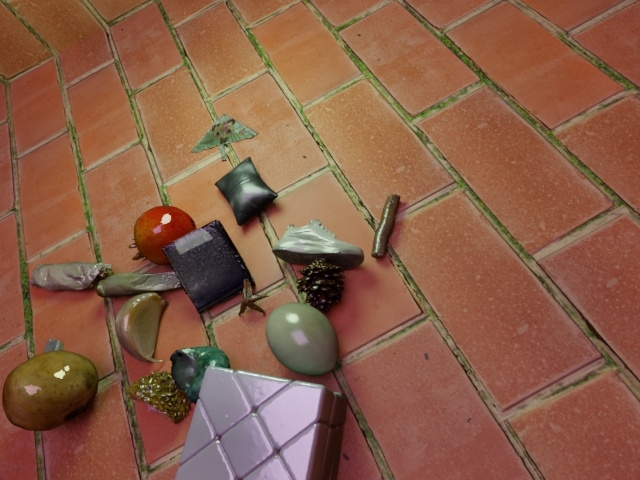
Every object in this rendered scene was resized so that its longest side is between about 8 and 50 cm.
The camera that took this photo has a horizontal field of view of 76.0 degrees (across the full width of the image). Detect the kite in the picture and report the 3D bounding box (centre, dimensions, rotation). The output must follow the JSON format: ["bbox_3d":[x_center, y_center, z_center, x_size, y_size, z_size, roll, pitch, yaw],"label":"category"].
[{"bbox_3d":[-0.417,-0.450,1.761,0.323,0.013,0.267,-11,62,10],"label":"kite"}]

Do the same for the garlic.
[{"bbox_3d":[-0.612,0.295,1.400,0.164,0.145,0.244,3,64,-18],"label":"garlic"}]

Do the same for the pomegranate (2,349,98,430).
[{"bbox_3d":[-0.850,0.469,1.296,0.261,0.260,0.260,-6,63,12],"label":"pomegranate"}]

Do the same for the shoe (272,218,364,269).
[{"bbox_3d":[0.000,0.000,1.372,0.317,0.124,0.159,4,59,17],"label":"shoe"}]

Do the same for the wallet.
[{"bbox_3d":[-0.379,0.088,1.396,0.221,0.071,0.262,-28,99,4],"label":"wallet"}]

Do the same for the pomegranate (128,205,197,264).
[{"bbox_3d":[-0.575,-0.010,1.483,0.257,0.221,0.220,-32,61,8],"label":"pomegranate"}]

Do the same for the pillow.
[{"bbox_3d":[-0.289,-0.193,1.548,0.186,0.106,0.249,-39,60,3],"label":"pillow"}]

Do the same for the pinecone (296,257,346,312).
[{"bbox_3d":[0.003,0.142,1.286,0.174,0.173,0.173,-6,63,12],"label":"pinecone"}]

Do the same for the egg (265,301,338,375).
[{"bbox_3d":[-0.053,0.288,1.203,0.186,0.186,0.253,-44,58,-8],"label":"egg"}]

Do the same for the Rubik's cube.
[{"bbox_3d":[-0.127,0.519,1.040,0.322,0.316,0.318,4,66,16],"label":"Rubik's cube"}]

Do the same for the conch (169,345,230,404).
[{"bbox_3d":[-0.357,0.420,1.259,0.196,0.134,0.202,-37,60,32],"label":"conch"}]

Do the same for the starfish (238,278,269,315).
[{"bbox_3d":[-0.238,0.208,1.354,0.133,0.041,0.130,42,103,9],"label":"starfish"}]

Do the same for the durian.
[{"bbox_3d":[-0.512,0.489,1.292,0.182,0.165,0.132,29,116,48],"label":"durian"}]

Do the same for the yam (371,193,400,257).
[{"bbox_3d":[0.219,-0.048,1.372,0.057,0.056,0.241,11,67,20],"label":"yam"}]

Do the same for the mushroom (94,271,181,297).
[{"bbox_3d":[-0.650,0.155,1.476,0.334,0.107,0.087,-7,84,12],"label":"mushroom"}]

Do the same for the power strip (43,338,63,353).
[{"bbox_3d":[-0.969,0.476,1.453,0.060,0.027,0.252,-10,63,10],"label":"power strip"}]

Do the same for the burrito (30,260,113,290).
[{"bbox_3d":[-0.974,0.139,1.594,0.393,0.076,0.117,-1,71,17],"label":"burrito"}]
